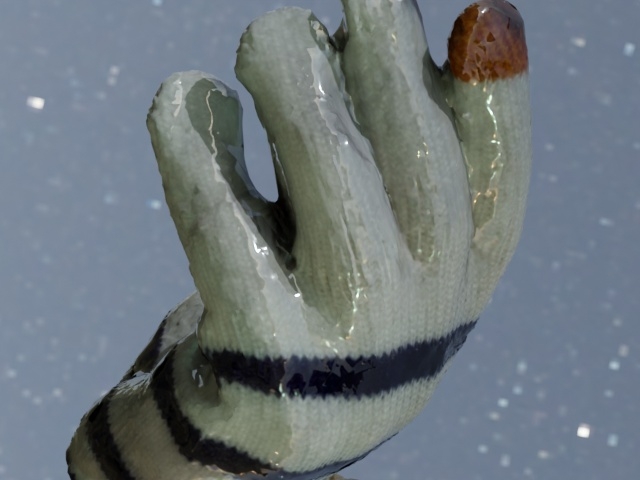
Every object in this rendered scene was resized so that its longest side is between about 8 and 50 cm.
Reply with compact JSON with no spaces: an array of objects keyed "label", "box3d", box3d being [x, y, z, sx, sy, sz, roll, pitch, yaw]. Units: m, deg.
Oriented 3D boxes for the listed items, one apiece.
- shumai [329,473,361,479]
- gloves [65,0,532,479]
[{"label":"shumai","box3d":[0.005,0.163,1.036,0.139,0.123,0.105,133,-45,-67]},{"label":"gloves","box3d":[0.004,0.011,0.686,0.219,0.140,0.131,-45,-123,25]}]
